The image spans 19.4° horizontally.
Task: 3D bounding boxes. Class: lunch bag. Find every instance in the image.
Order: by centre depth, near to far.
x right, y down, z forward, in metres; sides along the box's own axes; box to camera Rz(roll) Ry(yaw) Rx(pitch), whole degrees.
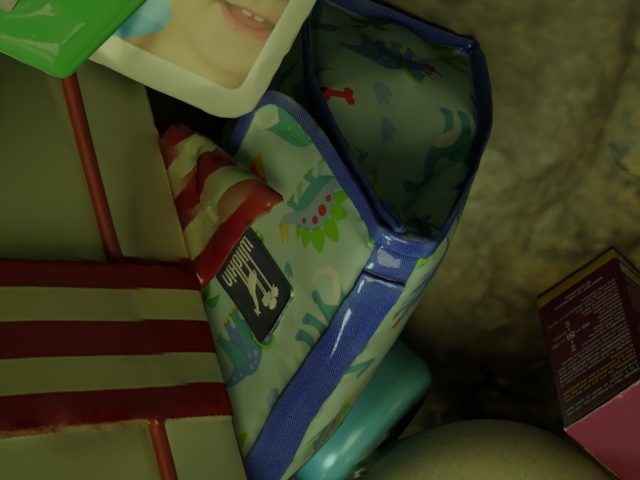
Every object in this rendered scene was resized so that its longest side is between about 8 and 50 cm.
[{"bbox_3d":[0.000,0.000,0.675,0.096,0.151,0.128,18,125,-16],"label":"lunch bag"}]

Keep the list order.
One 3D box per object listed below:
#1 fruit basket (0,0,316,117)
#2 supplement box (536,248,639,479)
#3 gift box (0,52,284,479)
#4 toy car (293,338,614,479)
[{"bbox_3d":[-0.074,-0.231,0.490,0.327,0.165,0.353,26,119,-20],"label":"fruit basket"},{"bbox_3d":[0.125,0.053,0.764,0.043,0.083,0.055,-36,120,22],"label":"supplement box"},{"bbox_3d":[-0.153,0.074,0.604,0.276,0.255,0.258,-18,168,28],"label":"gift box"},{"bbox_3d":[0.047,0.185,0.829,0.219,0.238,0.210,41,83,13],"label":"toy car"}]
